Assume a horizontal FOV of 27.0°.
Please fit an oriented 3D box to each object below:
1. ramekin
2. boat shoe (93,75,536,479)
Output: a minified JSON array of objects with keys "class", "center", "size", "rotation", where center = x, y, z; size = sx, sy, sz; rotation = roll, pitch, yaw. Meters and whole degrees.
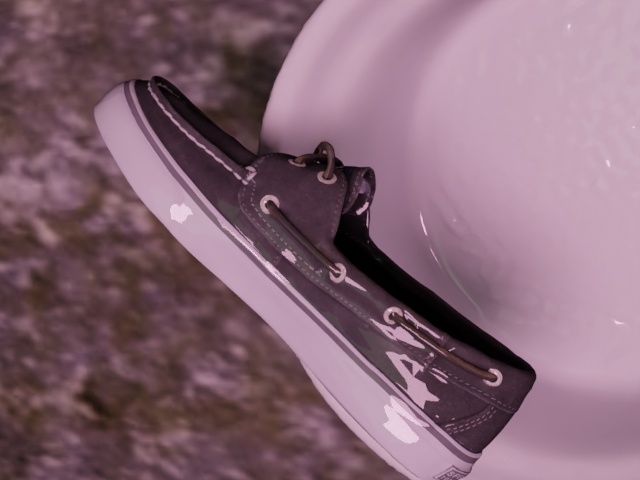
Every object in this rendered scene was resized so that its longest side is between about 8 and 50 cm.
[{"class":"ramekin","center":[0.121,-0.017,0.620],"size":[0.277,0.135,0.277],"rotation":[8,106,28]},{"class":"boat shoe","center":[0.000,0.000,0.572],"size":[0.076,0.080,0.228],"rotation":[-46,76,12]}]
